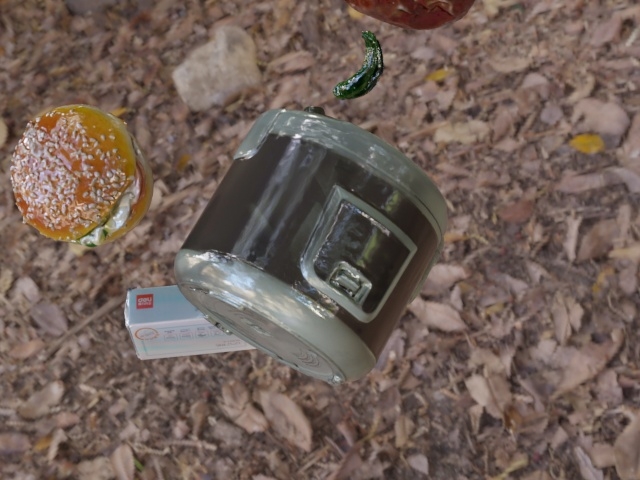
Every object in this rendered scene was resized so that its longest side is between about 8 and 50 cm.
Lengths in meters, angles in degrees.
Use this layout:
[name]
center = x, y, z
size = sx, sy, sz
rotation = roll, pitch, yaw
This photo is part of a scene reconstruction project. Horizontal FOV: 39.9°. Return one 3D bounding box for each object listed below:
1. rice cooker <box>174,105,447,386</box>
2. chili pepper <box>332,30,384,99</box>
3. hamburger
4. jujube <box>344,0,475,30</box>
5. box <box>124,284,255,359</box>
[rice cooker]
center = 0.000, 0.000, 1.227
size = 0.335, 0.335, 0.325
rotation = 17, 69, 38
[chili pepper]
center = 0.062, -0.250, 1.314
size = 0.055, 0.118, 0.035
rotation = 29, 38, -1
[hamburger]
center = -0.374, -0.103, 1.386
size = 0.236, 0.237, 0.147
rotation = -22, 6, 6
[jujube]
center = 0.140, -0.561, 1.699
size = 0.376, 0.276, 0.276
rotation = 32, 60, -2
[box]
center = -0.208, 0.139, 1.577
size = 0.269, 0.135, 0.079
rotation = -6, 55, -4
